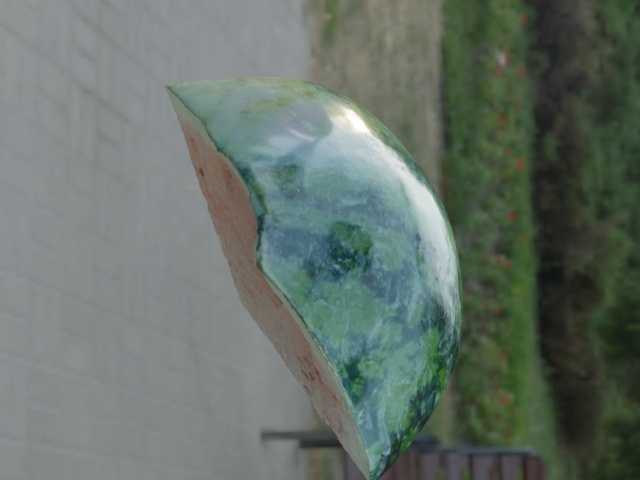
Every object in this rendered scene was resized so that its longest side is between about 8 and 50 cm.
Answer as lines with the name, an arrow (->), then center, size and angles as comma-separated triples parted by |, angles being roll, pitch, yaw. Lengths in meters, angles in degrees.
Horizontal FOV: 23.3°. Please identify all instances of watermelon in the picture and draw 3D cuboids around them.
watermelon -> 0.000, 0.000, 1.143 | 0.256, 0.176, 0.260 | -75, 153, -46
